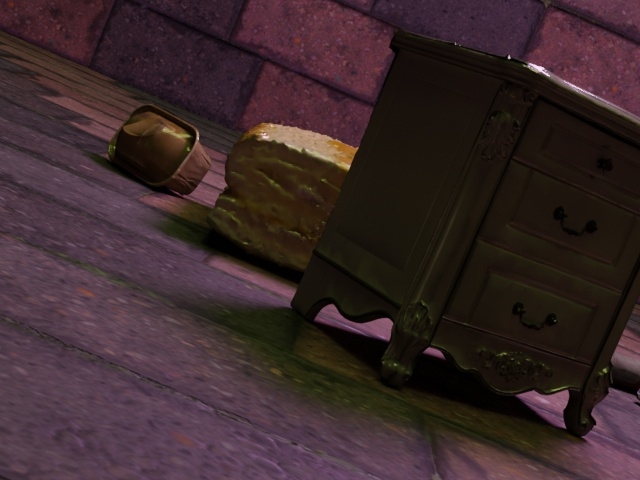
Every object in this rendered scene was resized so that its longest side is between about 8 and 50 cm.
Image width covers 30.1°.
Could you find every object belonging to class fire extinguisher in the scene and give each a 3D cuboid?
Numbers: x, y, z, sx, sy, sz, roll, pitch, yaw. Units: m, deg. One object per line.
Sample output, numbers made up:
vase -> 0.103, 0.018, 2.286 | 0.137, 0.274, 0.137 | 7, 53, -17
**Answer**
fire extinguisher -> 0.414, 0.179, 1.704 | 0.177, 0.050, 0.062 | 20, 26, -31

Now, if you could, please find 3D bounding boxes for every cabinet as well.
cabinet -> 0.180, -0.005, 1.219 | 0.290, 0.318, 0.227 | 19, 6, -34

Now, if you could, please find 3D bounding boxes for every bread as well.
bread -> -0.014, -0.056, 1.586 | 0.236, 0.165, 0.375 | 20, 8, -4

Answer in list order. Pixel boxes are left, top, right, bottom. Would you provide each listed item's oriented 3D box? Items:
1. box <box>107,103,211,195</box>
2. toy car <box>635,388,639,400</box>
box -> -0.238, -0.133, 1.745 | 0.111, 0.111, 0.177 | 17, 9, -44
toy car -> 0.476, 0.228, 1.624 | 0.093, 0.025, 0.041 | 25, 8, 17
